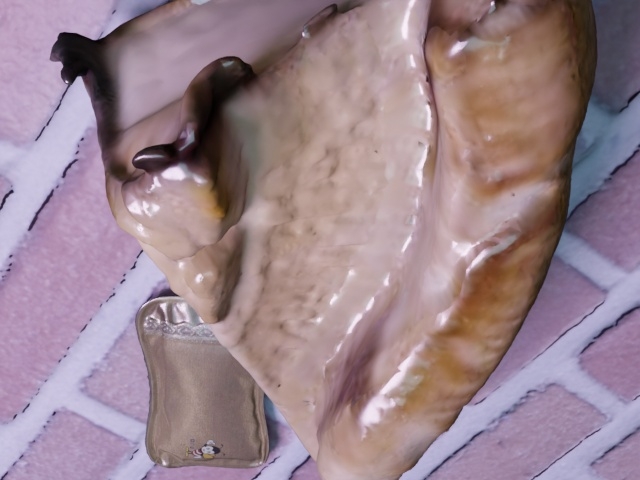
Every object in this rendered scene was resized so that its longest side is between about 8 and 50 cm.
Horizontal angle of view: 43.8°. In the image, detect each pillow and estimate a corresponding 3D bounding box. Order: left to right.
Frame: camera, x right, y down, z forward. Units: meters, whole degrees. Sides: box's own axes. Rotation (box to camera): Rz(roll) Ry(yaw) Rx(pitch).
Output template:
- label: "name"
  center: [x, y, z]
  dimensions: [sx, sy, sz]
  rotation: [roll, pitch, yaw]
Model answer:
- label: "pillow"
  center: [-0.109, 0.142, 0.761]
  dimensions: [0.130, 0.033, 0.217]
  rotation: [3, 122, -5]

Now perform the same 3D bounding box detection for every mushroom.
- label: "mushroom"
  center: [0.043, -0.004, 0.583]
  dimensions: [0.314, 0.224, 0.397]
  rotation: [-24, 127, -1]

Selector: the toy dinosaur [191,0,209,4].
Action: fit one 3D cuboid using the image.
- label: "toy dinosaur"
  center: [-0.020, -0.203, 0.508]
  dimensions: [0.209, 0.082, 0.039]
  rotation: [-21, 125, -3]
